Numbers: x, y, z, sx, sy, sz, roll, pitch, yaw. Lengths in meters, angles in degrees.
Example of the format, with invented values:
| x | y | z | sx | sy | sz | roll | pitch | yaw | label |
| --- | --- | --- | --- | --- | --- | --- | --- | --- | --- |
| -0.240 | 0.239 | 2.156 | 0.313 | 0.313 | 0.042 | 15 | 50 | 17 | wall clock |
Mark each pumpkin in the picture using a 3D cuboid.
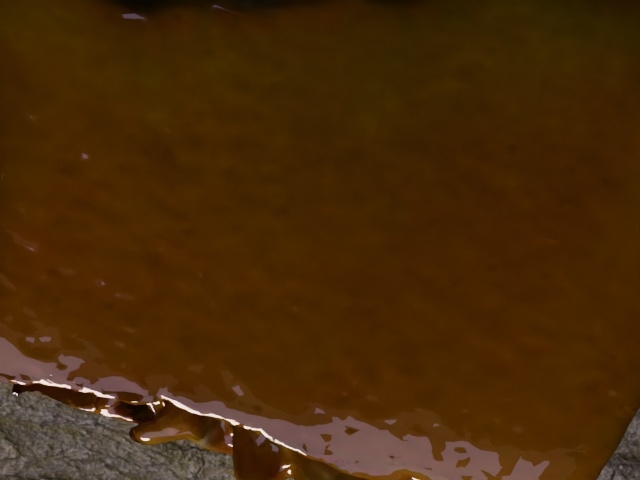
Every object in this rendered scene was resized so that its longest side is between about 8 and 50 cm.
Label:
| x | y | z | sx | sy | sz | roll | pitch | yaw | label |
| --- | --- | --- | --- | --- | --- | --- | --- | --- | --- |
| 0.007 | -0.041 | 0.524 | 0.225 | 0.256 | 0.303 | 18 | 179 | -3 | pumpkin |
